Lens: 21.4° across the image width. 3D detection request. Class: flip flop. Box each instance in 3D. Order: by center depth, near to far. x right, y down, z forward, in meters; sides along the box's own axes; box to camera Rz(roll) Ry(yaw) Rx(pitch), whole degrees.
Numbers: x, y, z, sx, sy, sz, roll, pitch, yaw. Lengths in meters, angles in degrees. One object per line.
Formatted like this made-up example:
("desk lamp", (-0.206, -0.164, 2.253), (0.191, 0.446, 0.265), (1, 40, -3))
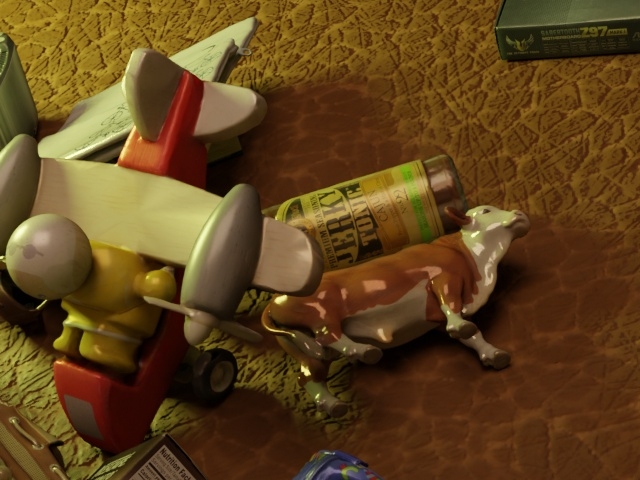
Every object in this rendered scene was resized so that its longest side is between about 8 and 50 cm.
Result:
("flip flop", (-0.373, 0.059, 2.031), (0.277, 0.112, 0.080), (13, 72, 32))

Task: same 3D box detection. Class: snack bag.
("snack bag", (-0.236, -0.181, 2.197), (0.323, 0.037, 0.342), (-25, 19, 21))

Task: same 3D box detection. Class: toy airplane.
("toy airplane", (-0.206, -0.012, 1.759), (0.386, 0.272, 0.384), (-40, 69, 33))

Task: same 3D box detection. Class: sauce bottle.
("sauce bottle", (0.000, 0.000, 1.932), (0.344, 0.111, 0.111), (-19, 36, 1))

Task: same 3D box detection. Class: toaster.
("toaster", (-0.468, -0.171, 2.321), (0.129, 0.146, 0.227), (-11, 36, 10))

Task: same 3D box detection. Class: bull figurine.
("bull figurine", (0.095, 0.068, 1.807), (0.310, 0.101, 0.188), (-20, 38, -3))

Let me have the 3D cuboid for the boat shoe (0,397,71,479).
("boat shoe", (-0.328, 0.241, 1.770), (0.116, 0.123, 0.324), (2, 29, -30))

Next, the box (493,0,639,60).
("box", (0.359, -0.315, 2.229), (0.233, 0.059, 0.183), (-1, 41, 22))

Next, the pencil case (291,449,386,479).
("pencil case", (-0.045, 0.316, 1.519), (0.119, 0.133, 0.306), (17, 48, 39))

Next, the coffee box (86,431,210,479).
("coffee box", (-0.229, 0.324, 1.539), (0.297, 0.119, 0.168), (-44, 6, -32))

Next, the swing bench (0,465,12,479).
("swing bench", (-0.435, 0.274, 1.677), (0.165, 0.254, 0.253), (-2, 28, -30))

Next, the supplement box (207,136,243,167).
("supplement box", (-0.155, -0.143, 2.204), (0.083, 0.083, 0.056), (-22, 37, -5))

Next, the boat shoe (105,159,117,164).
("boat shoe", (-0.269, -0.059, 2.128), (0.095, 0.084, 0.258), (8, 36, 31))
